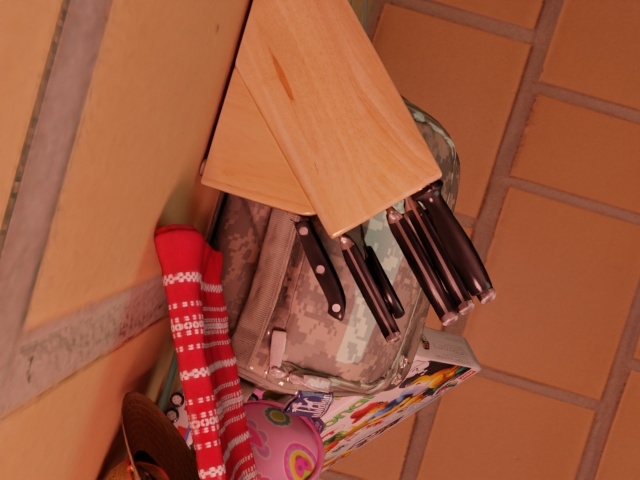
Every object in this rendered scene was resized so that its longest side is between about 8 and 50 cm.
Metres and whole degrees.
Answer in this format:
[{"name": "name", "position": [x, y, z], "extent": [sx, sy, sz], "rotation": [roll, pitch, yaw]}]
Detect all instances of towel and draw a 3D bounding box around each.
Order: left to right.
[{"name": "towel", "position": [-0.066, 0.130, 0.671], "extent": [0.199, 0.031, 0.275], "rotation": [91, -13, -83]}]

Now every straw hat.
[{"name": "straw hat", "position": [-0.122, 0.179, 0.650], "extent": [0.061, 0.144, 0.144], "rotation": [-31, -179, 3]}]

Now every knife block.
[{"name": "knife block", "position": [0.044, -0.070, 0.730], "extent": [0.088, 0.242, 0.276], "rotation": [-41, 147, -89]}]

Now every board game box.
[{"name": "board game box", "position": [0.023, 0.203, 1.127], "extent": [0.305, 0.053, 0.193], "rotation": [-37, 153, 19]}]

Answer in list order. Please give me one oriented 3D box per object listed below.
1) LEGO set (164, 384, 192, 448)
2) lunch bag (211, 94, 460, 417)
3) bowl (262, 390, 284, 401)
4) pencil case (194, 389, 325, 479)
[{"name": "LEGO set", "position": [-0.140, 0.237, 0.817], "extent": [0.182, 0.060, 0.244], "rotation": [-74, -178, -50]}, {"name": "lunch bag", "position": [0.000, 0.000, 0.904], "extent": [0.256, 0.212, 0.305], "rotation": [27, 78, -72]}, {"name": "bowl", "position": [-0.031, 0.111, 1.185], "extent": [0.289, 0.156, 0.290], "rotation": [17, 90, -83]}, {"name": "pencil case", "position": [-0.092, 0.265, 0.976], "extent": [0.124, 0.124, 0.284], "rotation": [-72, -174, -46]}]
